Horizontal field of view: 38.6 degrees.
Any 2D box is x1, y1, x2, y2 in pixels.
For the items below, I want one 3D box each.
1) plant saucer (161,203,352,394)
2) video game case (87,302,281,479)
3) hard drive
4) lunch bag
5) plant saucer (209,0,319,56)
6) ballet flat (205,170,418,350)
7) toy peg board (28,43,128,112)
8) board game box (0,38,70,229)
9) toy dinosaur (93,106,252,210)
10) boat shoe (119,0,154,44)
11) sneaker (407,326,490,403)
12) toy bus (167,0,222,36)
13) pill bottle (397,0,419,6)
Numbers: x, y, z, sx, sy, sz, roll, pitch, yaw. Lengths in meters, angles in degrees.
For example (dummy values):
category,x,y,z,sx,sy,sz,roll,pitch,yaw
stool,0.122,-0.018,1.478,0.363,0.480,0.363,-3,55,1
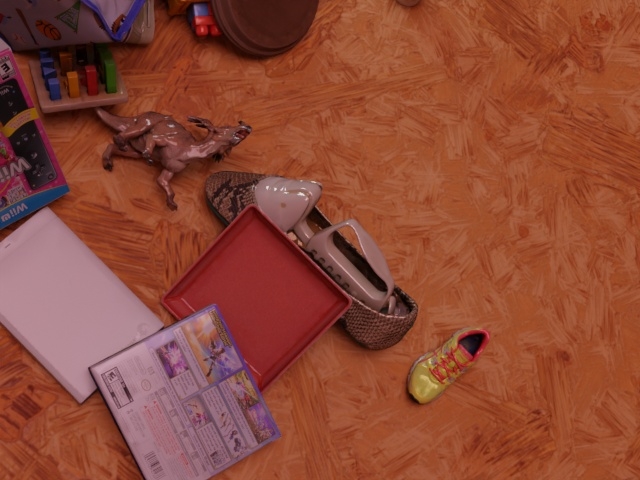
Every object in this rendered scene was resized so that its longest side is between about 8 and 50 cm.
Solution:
category,x,y,z,sx,sy,sz,roll,pitch,yaw
plant saucer,-0.115,0.107,1.673,0.258,0.048,0.259,44,103,1
video game case,-0.236,0.284,1.605,0.244,0.061,0.269,-27,93,-20
hard drive,-0.459,0.113,1.634,0.307,0.040,0.203,45,67,2
lunch bag,-0.449,-0.564,1.682,0.239,0.328,0.385,53,54,-45
plant saucer,-0.102,-0.511,1.851,0.278,0.041,0.278,-13,111,-38
ballet flat,0.000,0.000,1.724,0.483,0.182,0.164,44,45,2
toy peg board,-0.458,-0.326,1.718,0.161,0.079,0.161,-10,46,-19
board game box,-0.584,-0.165,1.549,0.224,0.303,0.097,-33,49,-22
toy dinosaur,-0.293,-0.196,1.745,0.296,0.127,0.200,29,55,12
boat shoe,-0.385,-0.529,1.843,0.094,0.109,0.302,11,72,-39
sneaker,0.250,0.233,1.771,0.208,0.094,0.081,-43,89,-22
toy bus,-0.214,-0.520,1.864,0.220,0.149,0.211,-12,89,-22
pill bottle,0.216,-0.582,1.984,0.094,0.169,0.094,5,72,-14
